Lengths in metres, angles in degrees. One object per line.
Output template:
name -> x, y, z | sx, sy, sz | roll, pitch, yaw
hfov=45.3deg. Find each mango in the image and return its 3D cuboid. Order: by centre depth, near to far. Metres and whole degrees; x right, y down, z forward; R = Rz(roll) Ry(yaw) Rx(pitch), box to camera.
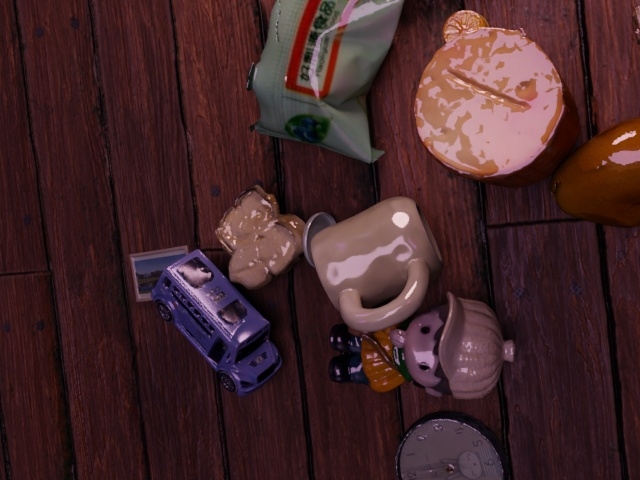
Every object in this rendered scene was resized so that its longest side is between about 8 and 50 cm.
mango -> 0.493, -0.115, 1.270 | 0.236, 0.166, 0.136 | -35, 38, 38

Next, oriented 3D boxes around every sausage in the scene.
sausage -> 0.296, -0.204, 1.261 | 0.233, 0.287, 0.233 | 0, 91, 24

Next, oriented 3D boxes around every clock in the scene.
clock -> 0.246, 0.434, 1.458 | 0.215, 0.042, 0.214 | 2, 95, 21

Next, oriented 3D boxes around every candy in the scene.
candy -> 0.014, -0.343, 1.382 | 0.263, 0.172, 0.397 | 18, 116, 16

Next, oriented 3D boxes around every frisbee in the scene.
frisbee -> 0.000, 0.000, 1.483 | 0.014, 0.110, 0.110 | 5, 96, 36

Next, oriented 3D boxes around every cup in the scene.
cup -> 0.101, 0.036, 1.361 | 0.202, 0.255, 0.173 | -24, 100, 13

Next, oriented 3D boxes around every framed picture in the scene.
framed picture -> -0.344, 0.073, 1.668 | 0.149, 0.011, 0.109 | -9, 91, 21

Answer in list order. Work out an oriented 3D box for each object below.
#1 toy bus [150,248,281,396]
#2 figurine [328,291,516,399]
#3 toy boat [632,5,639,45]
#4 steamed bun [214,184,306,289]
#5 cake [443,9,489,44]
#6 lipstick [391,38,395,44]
toy bus -> -0.199, 0.163, 1.536 | 0.292, 0.125, 0.133 | 46, 140, 12
figurine -> 0.186, 0.200, 1.416 | 0.332, 0.205, 0.185 | -14, 72, 47
toy boat -> 0.580, -0.336, 1.250 | 0.122, 0.089, 0.321 | -11, 92, 27
steamed bun -> -0.116, 0.003, 1.530 | 0.177, 0.106, 0.192 | 45, 107, 17
cake -> 0.264, -0.374, 1.388 | 0.084, 0.044, 0.084 | 1, 93, 20
lipstick -> 0.026, -0.439, 1.455 | 0.253, 0.079, 0.077 | 41, 111, 8
